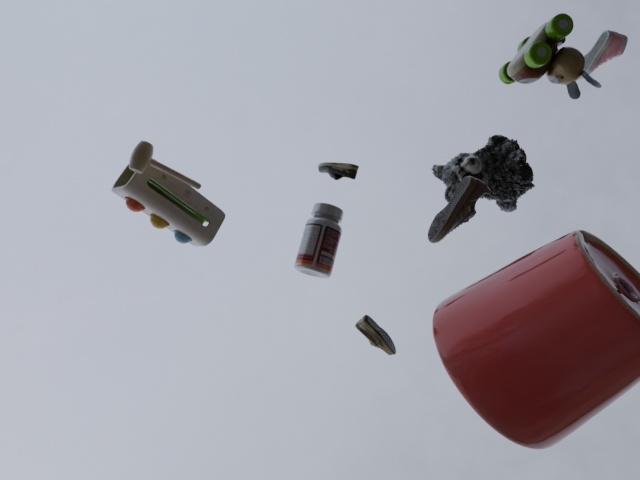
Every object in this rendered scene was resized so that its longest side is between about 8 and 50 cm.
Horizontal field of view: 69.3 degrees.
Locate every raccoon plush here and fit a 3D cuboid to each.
[{"bbox_3d":[0.583,-0.168,1.676,0.299,0.216,0.446,-24,-44,5],"label":"raccoon plush"}]

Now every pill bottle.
[{"bbox_3d":[0.000,0.000,1.473,0.121,0.121,0.221,23,-106,-28],"label":"pill bottle"}]

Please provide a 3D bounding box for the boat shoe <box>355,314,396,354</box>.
[{"bbox_3d":[0.144,0.252,1.212,0.135,0.045,0.050,49,-156,-10],"label":"boat shoe"}]

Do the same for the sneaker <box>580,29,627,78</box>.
[{"bbox_3d":[0.695,-0.451,1.139,0.070,0.134,0.050,3,-120,-8],"label":"sneaker"}]

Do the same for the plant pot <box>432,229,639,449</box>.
[{"bbox_3d":[0.350,0.132,0.687,0.275,0.243,0.274,26,-143,-21],"label":"plant pot"}]

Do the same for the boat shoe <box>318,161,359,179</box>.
[{"bbox_3d":[0.048,-0.207,1.395,0.056,0.152,0.049,11,-92,-43],"label":"boat shoe"}]

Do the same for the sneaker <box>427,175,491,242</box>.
[{"bbox_3d":[0.330,-0.060,1.099,0.071,0.066,0.188,22,-59,-14],"label":"sneaker"}]

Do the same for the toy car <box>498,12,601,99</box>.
[{"bbox_3d":[0.543,-0.393,1.067,0.188,0.155,0.149,37,-90,-5],"label":"toy car"}]

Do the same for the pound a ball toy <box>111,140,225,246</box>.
[{"bbox_3d":[-0.405,-0.104,1.223,0.319,0.208,0.135,40,-114,-36],"label":"pound a ball toy"}]
